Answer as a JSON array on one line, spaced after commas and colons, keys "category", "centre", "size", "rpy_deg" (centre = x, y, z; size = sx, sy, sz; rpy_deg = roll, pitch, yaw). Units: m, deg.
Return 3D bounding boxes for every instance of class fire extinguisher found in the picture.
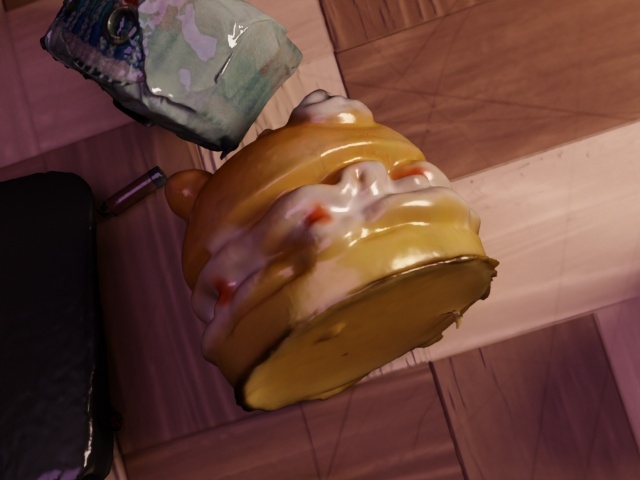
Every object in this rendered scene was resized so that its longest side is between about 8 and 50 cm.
[{"category": "fire extinguisher", "centre": [-0.200, -0.049, 1.189], "size": [0.083, 0.022, 0.028], "rpy_deg": [-33, 41, 6]}]

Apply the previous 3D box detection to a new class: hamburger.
[{"category": "hamburger", "centre": [0.000, 0.000, 1.036], "size": [0.276, 0.276, 0.236], "rpy_deg": [-31, 66, 6]}]

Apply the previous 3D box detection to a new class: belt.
[{"category": "belt", "centre": [-0.149, -0.185, 1.085], "size": [0.257, 0.207, 0.150], "rpy_deg": [31, 92, 54]}]

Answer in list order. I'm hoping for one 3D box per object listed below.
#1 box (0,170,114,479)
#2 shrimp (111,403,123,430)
[{"category": "box", "centre": [-0.380, 0.113, 1.141], "size": [0.359, 0.091, 0.350], "rpy_deg": [-11, 67, 10]}, {"category": "shrimp", "centre": [-0.273, 0.204, 1.160], "size": [0.253, 0.058, 0.173], "rpy_deg": [22, 80, 15]}]
